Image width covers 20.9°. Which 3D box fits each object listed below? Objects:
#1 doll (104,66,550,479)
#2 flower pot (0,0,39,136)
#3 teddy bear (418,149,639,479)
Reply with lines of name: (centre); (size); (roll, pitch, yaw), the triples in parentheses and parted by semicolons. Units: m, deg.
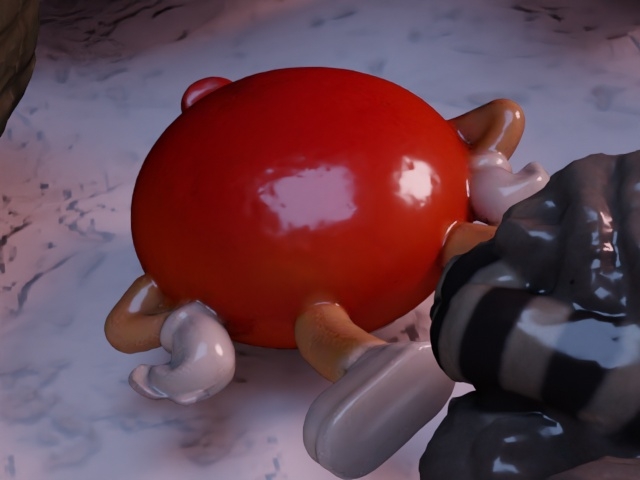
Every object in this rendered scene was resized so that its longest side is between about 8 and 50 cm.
doll: (0.000, 0.000, 0.647); (0.183, 0.085, 0.217); (-34, 40, -23)
flower pot: (-0.264, -0.102, 0.673); (0.302, 0.302, 0.213); (1, 43, 16)
teddy bear: (0.087, 0.082, 0.459); (0.144, 0.171, 0.251); (-25, 36, 25)
